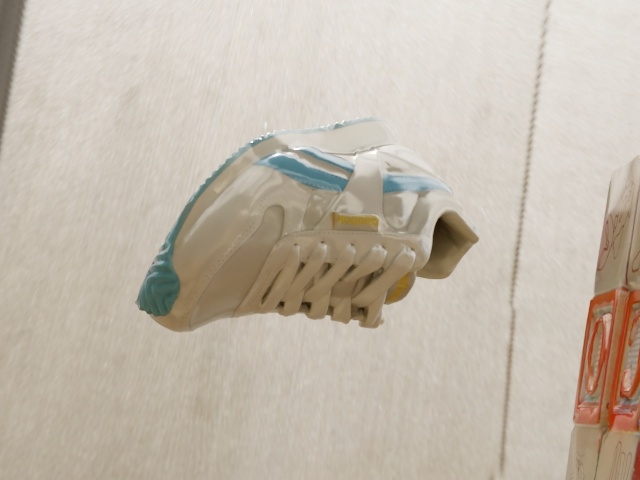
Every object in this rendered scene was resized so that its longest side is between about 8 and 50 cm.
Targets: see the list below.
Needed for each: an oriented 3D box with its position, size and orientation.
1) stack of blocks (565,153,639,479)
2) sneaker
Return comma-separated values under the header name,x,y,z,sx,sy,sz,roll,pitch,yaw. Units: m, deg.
name,x,y,z,sx,sy,sz,roll,pitch,yaw
stack of blocks,0.235,0.039,0.466,0.297,0.087,0.171,9,-96,-1
sneaker,0.000,0.000,0.782,0.092,0.228,0.087,44,-54,17
